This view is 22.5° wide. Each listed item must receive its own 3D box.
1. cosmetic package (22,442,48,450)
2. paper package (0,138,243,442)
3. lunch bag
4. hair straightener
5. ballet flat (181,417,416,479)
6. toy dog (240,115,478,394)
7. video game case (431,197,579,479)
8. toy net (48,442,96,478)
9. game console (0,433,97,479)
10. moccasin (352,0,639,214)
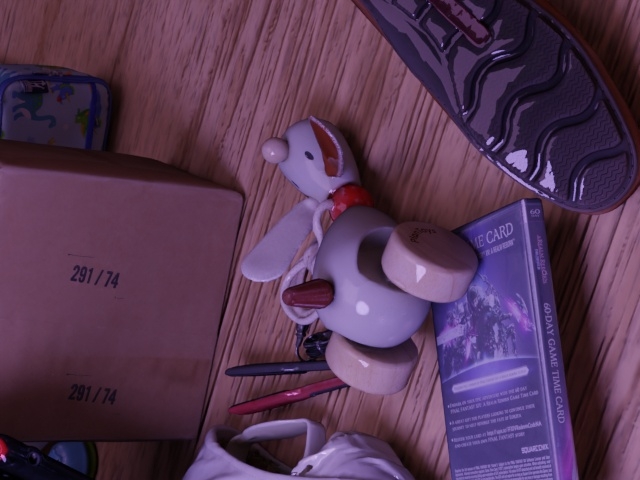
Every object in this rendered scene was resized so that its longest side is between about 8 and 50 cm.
[{"bbox_3d":[-0.458,0.135,2.066,0.284,0.097,0.377,-45,49,41],"label":"cosmetic package"},{"bbox_3d":[-0.277,0.057,1.721,0.168,0.325,0.309,22,103,46],"label":"paper package"},{"bbox_3d":[-0.339,-0.101,1.917,0.090,0.176,0.219,22,106,42],"label":"lunch bag"},{"bbox_3d":[-0.016,0.117,1.630,0.230,0.047,0.089,-20,73,46],"label":"hair straightener"},{"bbox_3d":[-0.004,0.239,1.563,0.400,0.139,0.139,0,88,50],"label":"ballet flat"},{"bbox_3d":[0.000,0.000,1.490,0.333,0.161,0.220,30,108,58],"label":"toy dog"},{"bbox_3d":[0.156,0.117,1.406,0.196,0.026,0.274,152,115,-66],"label":"video game case"},{"bbox_3d":[-0.357,0.313,2.013,0.232,0.045,0.122,-19,76,48],"label":"toy net"},{"bbox_3d":[-0.296,0.284,1.681,0.342,0.386,0.060,-11,57,39],"label":"game console"},{"bbox_3d":[0.138,-0.168,1.407,0.380,0.147,0.139,41,103,21],"label":"moccasin"}]
